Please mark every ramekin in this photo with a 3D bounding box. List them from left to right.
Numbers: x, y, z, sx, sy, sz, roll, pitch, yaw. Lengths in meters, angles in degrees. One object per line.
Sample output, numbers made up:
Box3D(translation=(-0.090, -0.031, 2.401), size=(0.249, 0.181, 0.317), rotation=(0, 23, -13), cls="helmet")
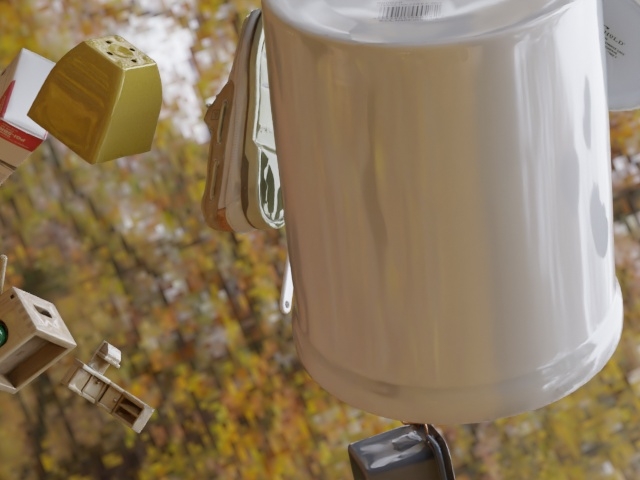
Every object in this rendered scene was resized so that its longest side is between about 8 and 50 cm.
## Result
Box3D(translation=(0.293, -0.225, 1.765), size=(0.207, 0.109, 0.207), rotation=(22, -38, 19), cls="ramekin")

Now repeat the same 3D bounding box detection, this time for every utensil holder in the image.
Box3D(translation=(0.116, -0.078, 1.664), size=(0.327, 0.327, 0.385), rotation=(42, -35, 51), cls="utensil holder")

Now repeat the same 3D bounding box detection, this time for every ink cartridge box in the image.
Box3D(translation=(-0.338, -0.131, 1.926), size=(0.135, 0.056, 0.099), rotation=(-36, -144, 49), cls="ink cartridge box")

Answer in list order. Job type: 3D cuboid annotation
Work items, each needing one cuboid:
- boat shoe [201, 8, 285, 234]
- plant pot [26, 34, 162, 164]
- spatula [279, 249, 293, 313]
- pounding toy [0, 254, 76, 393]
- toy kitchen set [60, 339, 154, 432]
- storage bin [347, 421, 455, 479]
Box3D(translation=(-0.096, -0.155, 2.241), size=(0.113, 0.103, 0.302), rotation=(34, 55, -51), cls="boat shoe")
Box3D(translation=(-0.181, -0.124, 1.482), size=(0.081, 0.081, 0.083), rotation=(36, -61, 21), cls="plant pot")
Box3D(translation=(0.000, 0.000, 2.182), size=(0.019, 0.168, 0.242), rotation=(-8, -118, 34), cls="spatula")
Box3D(translation=(-0.399, 0.109, 2.263), size=(0.100, 0.130, 0.141), rotation=(56, 8, 23), cls="pounding toy")
Box3D(translation=(-0.237, 0.164, 2.045), size=(0.075, 0.068, 0.083), rotation=(27, -9, 41), cls="toy kitchen set")
Box3D(translation=(0.085, 0.243, 1.910), size=(0.135, 0.091, 0.098), rotation=(-137, -146, -74), cls="storage bin")
